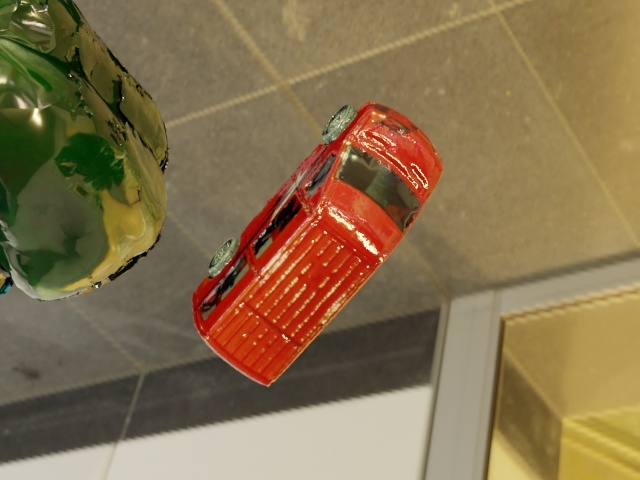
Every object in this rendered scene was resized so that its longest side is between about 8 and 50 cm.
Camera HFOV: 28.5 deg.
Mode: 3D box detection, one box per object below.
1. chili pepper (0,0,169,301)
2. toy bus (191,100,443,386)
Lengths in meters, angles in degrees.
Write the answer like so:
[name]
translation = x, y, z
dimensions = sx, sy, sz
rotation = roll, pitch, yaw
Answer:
[chili pepper]
translation = -0.254, -0.083, 0.956
dimensions = 0.248, 0.233, 0.257
rotation = -11, 143, 8
[toy bus]
translation = 0.000, 0.000, 0.836
dimensions = 0.081, 0.089, 0.195
rotation = 39, 101, -15
